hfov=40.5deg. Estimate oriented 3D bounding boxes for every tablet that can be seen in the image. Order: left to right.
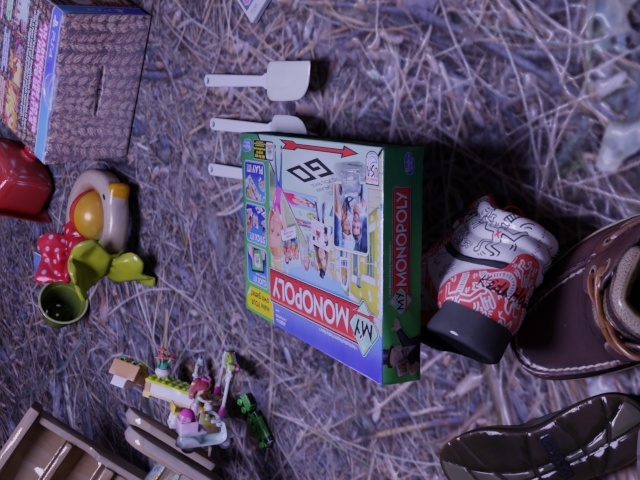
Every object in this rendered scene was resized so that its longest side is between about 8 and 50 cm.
[{"bbox_3d":[-0.510,0.056,1.608,0.083,0.006,0.054,21,114,43],"label":"tablet"}]

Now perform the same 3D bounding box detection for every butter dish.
[{"bbox_3d":[-0.530,-0.123,1.508,0.118,0.160,0.160,-42,66,18],"label":"butter dish"}]

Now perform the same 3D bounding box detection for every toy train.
[{"bbox_3d":[-0.089,0.248,1.198,0.024,0.017,0.083,-43,68,32],"label":"toy train"}]

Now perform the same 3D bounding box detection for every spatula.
[{"bbox_3d":[-0.086,-0.136,1.081,0.242,0.019,0.168,13,107,52],"label":"spatula"}]

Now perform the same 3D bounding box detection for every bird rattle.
[{"bbox_3d":[-0.356,-0.011,1.380,0.253,0.143,0.206,22,104,56],"label":"bird rattle"}]

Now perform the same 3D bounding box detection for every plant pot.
[{"bbox_3d":[-0.456,0.119,1.522,0.083,0.083,0.079,65,149,14],"label":"plant pot"}]

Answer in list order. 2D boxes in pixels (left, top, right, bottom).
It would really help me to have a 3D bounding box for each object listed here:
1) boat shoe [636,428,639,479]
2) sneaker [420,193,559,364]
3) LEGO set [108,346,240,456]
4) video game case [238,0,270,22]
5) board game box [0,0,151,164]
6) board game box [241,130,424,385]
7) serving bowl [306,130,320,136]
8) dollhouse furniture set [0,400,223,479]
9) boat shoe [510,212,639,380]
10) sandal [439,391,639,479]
[{"bbox_3d":[0.328,0.201,0.661,0.132,0.130,0.355,-138,42,-56],"label":"boat shoe"},{"bbox_3d":[0.135,0.032,0.867,0.145,0.090,0.270,-58,15,-8],"label":"sneaker"},{"bbox_3d":[-0.188,0.195,1.224,0.287,0.132,0.107,24,105,54],"label":"LEGO set"},{"bbox_3d":[-0.090,-0.342,1.067,0.087,0.011,0.122,-49,64,41],"label":"video game case"},{"bbox_3d":[-0.411,-0.290,1.324,0.291,0.141,0.232,40,126,34],"label":"board game box"},{"bbox_3d":[0.000,0.000,0.893,0.317,0.046,0.213,17,110,61],"label":"board game box"},{"bbox_3d":[-0.009,-0.088,1.023,0.083,0.027,0.083,15,109,52],"label":"serving bowl"},{"bbox_3d":[-0.352,0.389,1.198,0.362,0.256,0.394,-57,10,-7],"label":"dollhouse furniture set"},{"bbox_3d":[0.264,0.035,0.694,0.342,0.123,0.123,-34,74,46],"label":"boat shoe"},{"bbox_3d":[0.217,0.198,0.838,0.219,0.060,0.090,-33,80,31],"label":"sandal"}]
